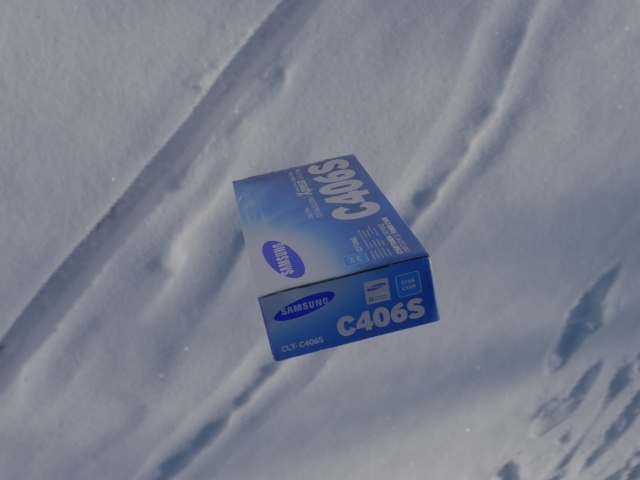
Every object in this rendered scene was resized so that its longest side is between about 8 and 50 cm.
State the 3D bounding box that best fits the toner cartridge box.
[{"bbox_3d":[0.000,0.000,0.913,0.165,0.348,0.075,-15,113,-5],"label":"toner cartridge box"}]
